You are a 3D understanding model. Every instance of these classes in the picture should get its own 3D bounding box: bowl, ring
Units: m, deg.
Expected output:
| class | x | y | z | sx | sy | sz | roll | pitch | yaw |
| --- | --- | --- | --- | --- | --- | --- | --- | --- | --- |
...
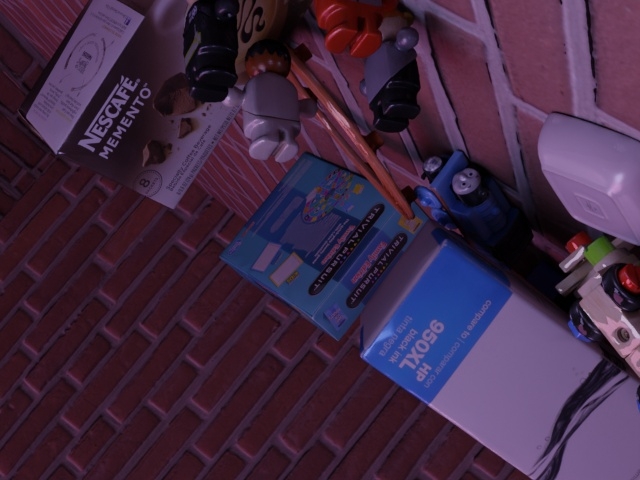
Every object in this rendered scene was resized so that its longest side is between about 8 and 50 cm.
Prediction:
| class | x | y | z | sx | sy | sz | roll | pitch | yaw |
| --- | --- | --- | --- | --- | --- | --- | --- | --- | --- |
| bowl | 0.275 | -0.052 | 1.055 | 0.142 | 0.053 | 0.142 | 30 | 167 | 47 |
| ring | 0.024 | -0.164 | 1.445 | 0.336 | 0.032 | 0.336 | 52 | 180 | 0 |

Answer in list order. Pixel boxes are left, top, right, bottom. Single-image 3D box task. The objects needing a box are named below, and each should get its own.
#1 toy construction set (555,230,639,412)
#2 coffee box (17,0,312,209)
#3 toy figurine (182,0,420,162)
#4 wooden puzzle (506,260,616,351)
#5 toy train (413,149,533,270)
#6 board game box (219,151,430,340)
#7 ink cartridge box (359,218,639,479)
| class | x | y | z | sx | sy | sz | roll | pitch | yaw |
| --- | --- | --- | --- | --- | --- | --- | --- | --- | --- |
| toy construction set | 0.364 | 0.091 | 1.090 | 0.327 | 0.215 | 0.151 | 42 | 131 | 28 |
| coffee box | -0.159 | -0.203 | 1.156 | 0.168 | 0.297 | 0.119 | 28 | -170 | -45 |
| toy figurine | -0.016 | -0.191 | 1.040 | 0.209 | 0.213 | 0.148 | 44 | -145 | -57 |
| wooden puzzle | 0.358 | 0.128 | 1.630 | 0.348 | 0.080 | 0.322 | 35 | 173 | 8 |
| toy train | 0.198 | -0.040 | 1.411 | 0.105 | 0.080 | 0.184 | 20 | 157 | 45 |
| board game box | 0.000 | 0.000 | 1.894 | 0.079 | 0.254 | 0.336 | 43 | 172 | -35 |
| ink cartridge box | 0.249 | 0.160 | 1.287 | 0.395 | 0.166 | 0.285 | 36 | -174 | -1 |
